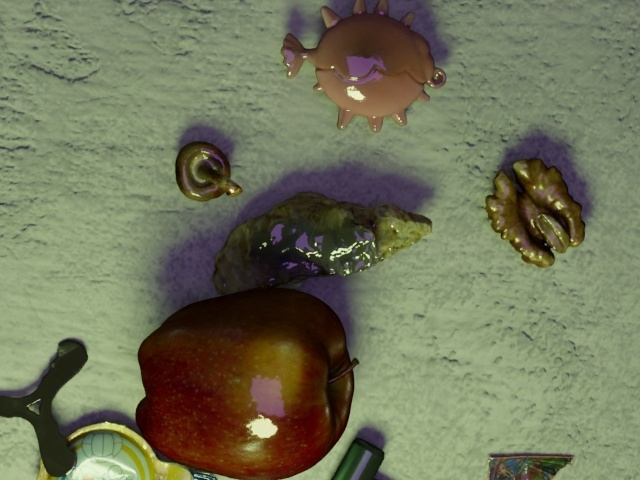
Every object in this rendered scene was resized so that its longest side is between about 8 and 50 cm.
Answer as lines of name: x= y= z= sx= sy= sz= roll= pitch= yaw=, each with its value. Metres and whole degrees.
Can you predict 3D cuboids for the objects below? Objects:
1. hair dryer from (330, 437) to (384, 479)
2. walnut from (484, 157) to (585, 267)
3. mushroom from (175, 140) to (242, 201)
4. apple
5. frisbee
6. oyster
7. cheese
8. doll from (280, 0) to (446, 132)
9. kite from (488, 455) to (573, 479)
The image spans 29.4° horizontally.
hair dryer: x=0.113 y=0.396 z=1.913 sx=0.197 sy=0.057 sz=0.100 roll=32 pitch=86 yaw=-13
walnut: x=0.334 y=-0.044 z=1.929 sx=0.143 sy=0.069 sz=0.170 roll=-33 pitch=93 yaw=-7
mushroom: x=-0.167 y=-0.093 z=1.874 sx=0.088 sy=0.073 sz=0.129 roll=-41 pitch=58 yaw=-19
apple: x=-0.101 y=0.213 z=1.774 sx=0.316 sy=0.288 sz=0.288 roll=0 pitch=89 yaw=8
frisbee: x=-0.445 y=0.249 z=1.856 sx=0.187 sy=0.012 sz=0.211 roll=3 pitch=70 yaw=8
oyster: x=-0.001 y=0.002 z=1.873 sx=0.341 sy=0.110 sz=0.166 roll=0 pitch=83 yaw=7
cheese: x=-0.294 y=0.371 z=1.857 sx=0.270 sy=0.069 sz=0.177 roll=13 pitch=87 yaw=-5
doll: x=0.068 y=-0.274 z=1.896 sx=0.261 sy=0.093 sz=0.211 roll=2 pitch=92 yaw=-6
kite: x=0.324 y=0.399 z=1.948 sx=0.159 sy=0.010 sz=0.190 roll=45 pitch=87 yaw=-5
